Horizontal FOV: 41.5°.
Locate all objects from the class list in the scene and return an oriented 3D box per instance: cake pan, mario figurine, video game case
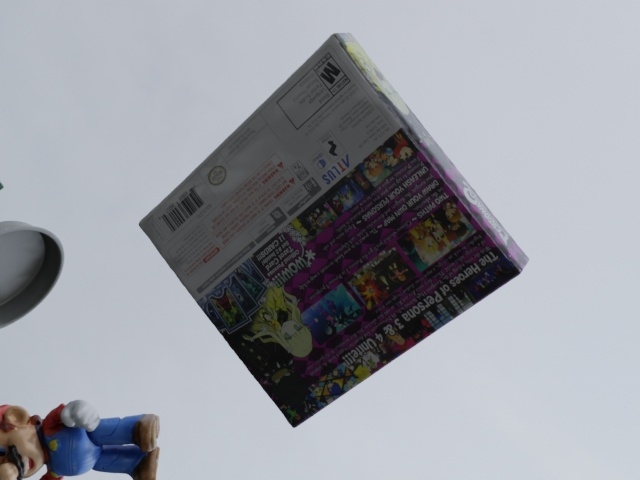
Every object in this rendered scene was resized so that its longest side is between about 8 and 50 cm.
[{"bbox_3d":[-0.685,0.073,1.784,0.054,0.293,0.293,43,-43,26],"label":"cake pan"},{"bbox_3d":[-0.426,0.356,1.357,0.170,0.320,0.198,109,-19,-79],"label":"mario figurine"},{"bbox_3d":[0.000,0.000,0.636,0.232,0.042,0.210,-40,-94,27],"label":"video game case"}]

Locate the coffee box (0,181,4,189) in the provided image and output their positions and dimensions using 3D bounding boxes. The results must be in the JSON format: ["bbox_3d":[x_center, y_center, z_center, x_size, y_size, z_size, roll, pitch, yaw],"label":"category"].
[{"bbox_3d":[-0.676,-0.057,1.548,0.040,0.184,0.113,55,-23,-19],"label":"coffee box"}]
